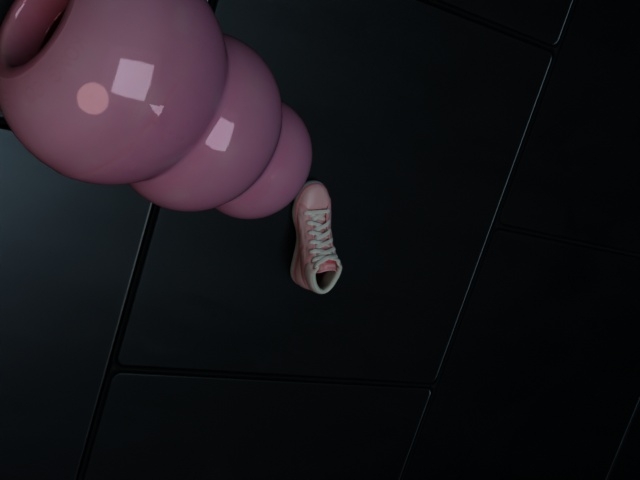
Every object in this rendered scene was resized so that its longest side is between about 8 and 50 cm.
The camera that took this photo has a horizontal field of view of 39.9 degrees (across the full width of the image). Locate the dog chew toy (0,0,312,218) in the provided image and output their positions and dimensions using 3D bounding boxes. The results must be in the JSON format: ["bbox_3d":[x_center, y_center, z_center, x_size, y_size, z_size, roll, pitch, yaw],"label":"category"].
[{"bbox_3d":[-0.132,-0.122,0.832,0.332,0.207,0.206,29,92,-46],"label":"dog chew toy"}]

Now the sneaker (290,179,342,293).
[{"bbox_3d":[0.000,0.000,1.040,0.051,0.070,0.134,-5,111,-29],"label":"sneaker"}]
